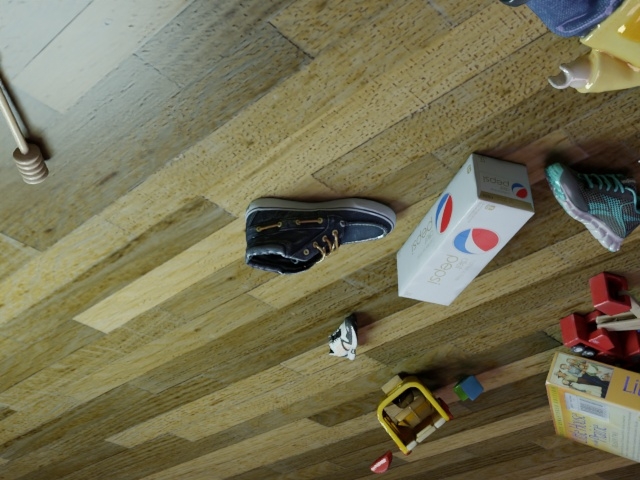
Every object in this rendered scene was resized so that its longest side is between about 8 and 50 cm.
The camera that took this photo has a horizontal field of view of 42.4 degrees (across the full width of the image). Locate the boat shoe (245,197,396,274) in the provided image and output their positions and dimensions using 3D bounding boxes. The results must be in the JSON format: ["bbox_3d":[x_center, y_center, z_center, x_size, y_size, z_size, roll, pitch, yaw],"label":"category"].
[{"bbox_3d":[0.000,0.000,0.984,0.183,0.083,0.065,1,145,0],"label":"boat shoe"}]

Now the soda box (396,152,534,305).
[{"bbox_3d":[0.166,-0.007,0.984,0.073,0.069,0.216,12,143,-15],"label":"soda box"}]

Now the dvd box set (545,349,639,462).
[{"bbox_3d":[0.563,0.299,1.247,0.420,0.062,0.308,14,158,26],"label":"dvd box set"}]

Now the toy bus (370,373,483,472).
[{"bbox_3d":[0.145,0.272,1.350,0.104,0.191,0.202,51,135,6],"label":"toy bus"}]

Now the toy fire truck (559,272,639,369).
[{"bbox_3d":[0.421,0.120,1.177,0.192,0.047,0.135,23,140,-28],"label":"toy fire truck"}]

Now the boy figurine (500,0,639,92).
[{"bbox_3d":[0.276,-0.186,0.706,0.285,0.092,0.177,23,130,-25],"label":"boy figurine"}]

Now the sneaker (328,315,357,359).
[{"bbox_3d":[0.034,0.148,1.234,0.043,0.040,0.109,4,145,-1],"label":"sneaker"}]

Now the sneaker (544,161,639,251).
[{"bbox_3d":[0.317,-0.054,0.935,0.076,0.065,0.166,-41,133,23],"label":"sneaker"}]

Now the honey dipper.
[{"bbox_3d":[-0.323,-0.122,0.866,0.030,0.031,0.161,0,143,2],"label":"honey dipper"}]
